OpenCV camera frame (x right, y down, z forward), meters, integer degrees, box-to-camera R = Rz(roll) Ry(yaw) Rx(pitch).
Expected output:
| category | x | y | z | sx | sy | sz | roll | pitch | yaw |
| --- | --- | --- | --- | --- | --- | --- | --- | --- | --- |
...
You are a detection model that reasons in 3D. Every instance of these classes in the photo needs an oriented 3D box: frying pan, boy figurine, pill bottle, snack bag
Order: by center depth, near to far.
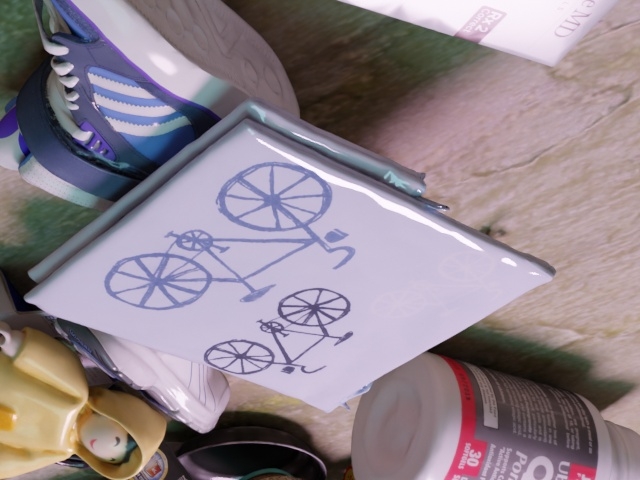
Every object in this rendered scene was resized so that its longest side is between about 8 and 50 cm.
| category | x | y | z | sx | sy | sz | roll | pitch | yaw |
| --- | --- | --- | --- | --- | --- | --- | --- | --- | --- |
| snack bag | -0.020 | 0.028 | 1.285 | 0.342 | 0.037 | 0.323 | 23 | 139 | -32 |
| boy figurine | -0.290 | 0.164 | 1.480 | 0.285 | 0.092 | 0.177 | 19 | 115 | -11 |
| pill bottle | 0.208 | 0.238 | 1.720 | 0.318 | 0.176 | 0.176 | 17 | 142 | -29 |
| frying pan | -0.156 | 0.273 | 1.850 | 0.326 | 0.053 | 0.197 | 0 | 147 | -4 |

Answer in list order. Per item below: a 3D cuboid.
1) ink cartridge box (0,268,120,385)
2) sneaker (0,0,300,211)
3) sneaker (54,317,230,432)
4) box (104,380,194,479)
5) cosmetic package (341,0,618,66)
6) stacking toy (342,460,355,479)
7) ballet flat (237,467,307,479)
| category | x | y | z | sx | sy | sz | roll | pitch | yaw |
| --- | --- | --- | --- | --- | --- | --- | --- | --- | --- |
| ink cartridge box | -0.383 | 0.109 | 1.568 | 0.332 | 0.065 | 0.165 | -9 | 146 | 10 |
| sneaker | -0.187 | -0.120 | 1.175 | 0.236 | 0.130 | 0.323 | -24 | 148 | 21 |
| sneaker | -0.142 | 0.099 | 1.525 | 0.111 | 0.129 | 0.297 | 33 | 171 | 24 |
| box | -0.156 | 0.282 | 1.637 | 0.060 | 0.270 | 0.216 | -38 | 174 | -14 |
| cosmetic package | 0.111 | -0.234 | 1.011 | 0.183 | 0.151 | 0.151 | 13 | 144 | -25 |
| stacking toy | 0.144 | 0.322 | 1.854 | 0.167 | 0.052 | 0.221 | 14 | -177 | -25 |
| ballet flat | 0.031 | 0.420 | 1.912 | 0.164 | 0.182 | 0.483 | -35 | 148 | 10 |
